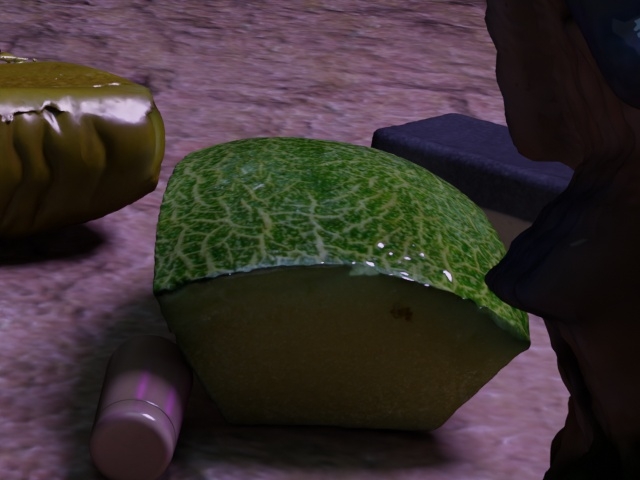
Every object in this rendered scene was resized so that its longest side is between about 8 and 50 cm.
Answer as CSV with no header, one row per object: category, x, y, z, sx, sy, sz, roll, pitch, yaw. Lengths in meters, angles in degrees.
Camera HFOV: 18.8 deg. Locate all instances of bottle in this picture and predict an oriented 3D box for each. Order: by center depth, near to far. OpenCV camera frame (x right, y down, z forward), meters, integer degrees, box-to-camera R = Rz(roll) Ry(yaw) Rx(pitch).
bottle,-0.088,0.084,0.952,0.045,0.045,0.096,5,21,0

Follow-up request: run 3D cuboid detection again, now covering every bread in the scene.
bread,-0.281,-0.047,1.191,0.383,0.112,0.166,-6,18,-32

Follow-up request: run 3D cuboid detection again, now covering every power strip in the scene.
power strip,0.150,-0.026,1.318,0.256,0.070,0.105,21,21,36

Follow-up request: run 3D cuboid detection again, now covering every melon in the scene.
melon,0.000,0.000,1.109,0.196,0.124,0.323,10,19,-7

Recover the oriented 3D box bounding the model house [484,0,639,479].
model house,0.233,-0.071,0.652,0.395,0.400,0.445,-17,2,-2
